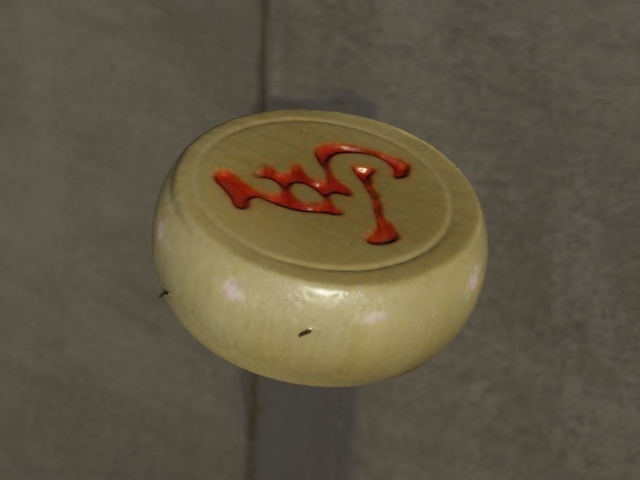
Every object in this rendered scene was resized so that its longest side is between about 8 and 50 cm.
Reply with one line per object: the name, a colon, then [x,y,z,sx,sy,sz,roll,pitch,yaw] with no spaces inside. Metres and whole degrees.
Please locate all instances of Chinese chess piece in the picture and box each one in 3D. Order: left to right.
Chinese chess piece: [0.000,0.000,1.203,0.273,0.273,0.102,46,140,38]
